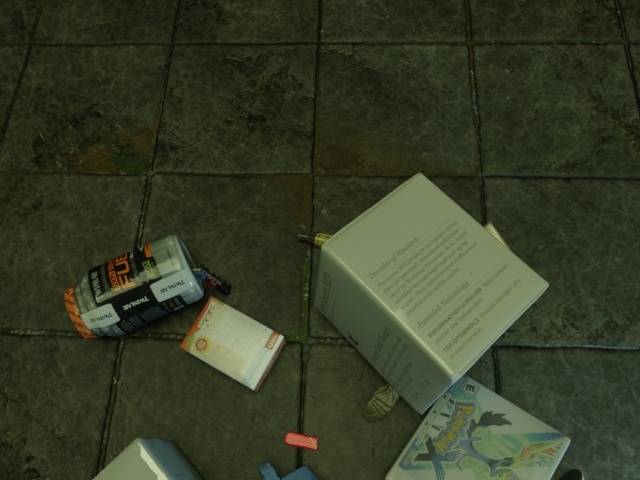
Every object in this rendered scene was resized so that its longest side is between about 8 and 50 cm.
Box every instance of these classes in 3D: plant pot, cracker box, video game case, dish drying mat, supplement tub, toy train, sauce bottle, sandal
[{"bbox_3d":[0.447,0.032,1.514,0.096,0.109,0.109,-31,69,5],"label":"plant pot"},{"bbox_3d":[-0.227,0.272,1.465,0.232,0.067,0.156,27,72,14],"label":"cracker box"},{"bbox_3d":[0.363,0.511,1.296,0.299,0.036,0.329,29,64,29],"label":"video game case"},{"bbox_3d":[-0.047,0.500,1.394,0.083,0.008,0.032,10,70,7],"label":"dish drying mat"},{"bbox_3d":[-0.485,0.128,1.469,0.315,0.194,0.194,-25,69,-7],"label":"supplement tub"},{"bbox_3d":[-0.289,0.106,1.491,0.027,0.158,0.036,-1,62,27],"label":"toy train"},{"bbox_3d":[0.000,0.000,1.578,0.128,0.042,0.042,9,69,8],"label":"sauce bottle"},{"bbox_3d":[-0.037,0.592,1.301,0.317,0.126,0.138,5,51,0],"label":"sandal"}]

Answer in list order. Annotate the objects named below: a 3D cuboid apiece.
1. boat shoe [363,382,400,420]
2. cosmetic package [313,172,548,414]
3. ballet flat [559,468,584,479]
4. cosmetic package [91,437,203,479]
[{"bbox_3d":[0.168,0.394,1.413,0.056,0.048,0.153,40,81,10],"label":"boat shoe"},{"bbox_3d":[0.236,0.130,1.333,0.327,0.329,0.393,-37,69,-22],"label":"cosmetic package"},{"bbox_3d":[0.572,0.618,1.302,0.049,0.057,0.173,39,71,-26],"label":"ballet flat"},{"bbox_3d":[-0.280,0.653,1.202,0.161,0.230,0.453,-42,72,-12],"label":"cosmetic package"}]
